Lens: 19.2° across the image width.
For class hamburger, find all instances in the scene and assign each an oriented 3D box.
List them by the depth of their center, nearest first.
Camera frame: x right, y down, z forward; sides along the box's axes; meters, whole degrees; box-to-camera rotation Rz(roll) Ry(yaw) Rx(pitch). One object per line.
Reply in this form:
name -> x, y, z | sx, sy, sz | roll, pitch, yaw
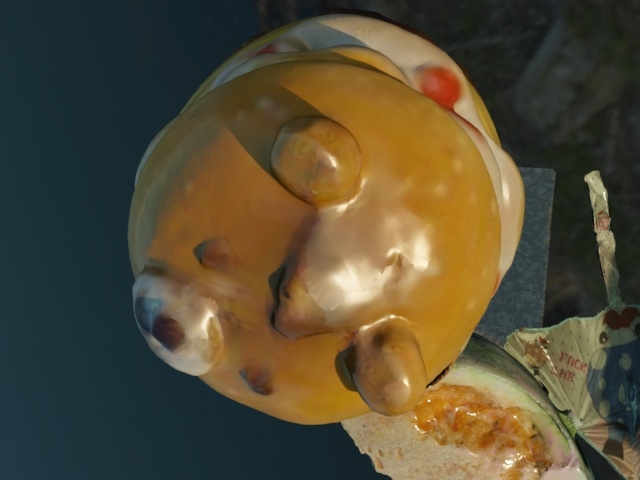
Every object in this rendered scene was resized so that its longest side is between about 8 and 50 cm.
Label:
hamburger -> 0.000, 0.000, 1.249 | 0.237, 0.276, 0.276 | -76, -31, -69

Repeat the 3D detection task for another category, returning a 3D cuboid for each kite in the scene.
kite -> 0.289, 0.086, 1.827 | 0.011, 0.335, 0.314 | 0, 100, 48

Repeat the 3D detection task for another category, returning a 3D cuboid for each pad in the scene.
pad -> 0.178, 0.026, 2.133 | 0.003, 0.158, 0.235 | 69, -153, -76

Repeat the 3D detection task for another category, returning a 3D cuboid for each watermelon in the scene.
watermelon -> 0.148, 0.161, 1.696 | 0.175, 0.188, 0.322 | -23, 121, 20
